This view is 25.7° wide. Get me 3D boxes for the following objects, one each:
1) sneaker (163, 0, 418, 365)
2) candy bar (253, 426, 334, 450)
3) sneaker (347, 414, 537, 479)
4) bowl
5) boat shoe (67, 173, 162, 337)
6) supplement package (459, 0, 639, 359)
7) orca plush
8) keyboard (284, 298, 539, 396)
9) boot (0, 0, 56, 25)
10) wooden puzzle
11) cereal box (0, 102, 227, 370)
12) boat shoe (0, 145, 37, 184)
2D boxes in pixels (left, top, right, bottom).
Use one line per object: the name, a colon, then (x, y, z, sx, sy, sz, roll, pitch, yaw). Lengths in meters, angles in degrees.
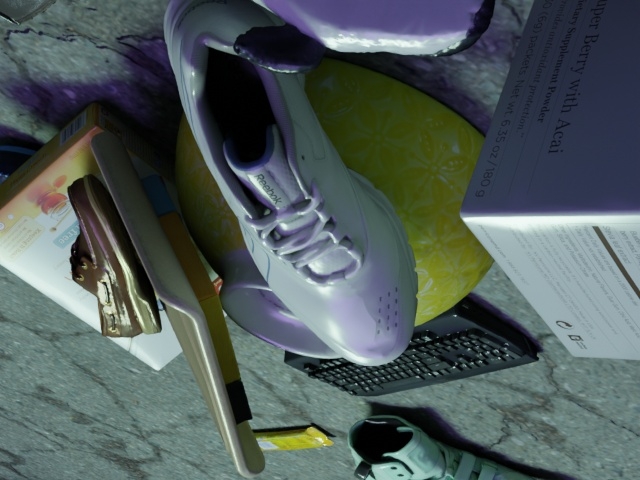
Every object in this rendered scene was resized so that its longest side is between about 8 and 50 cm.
sneaker: (-0.025, -0.031, 0.937, 0.111, 0.129, 0.297, -27, 109, 12)
candy bar: (-0.046, 0.258, 1.817, 0.040, 0.018, 0.161, 39, 150, -26)
sneaker: (0.147, 0.275, 1.603, 0.256, 0.094, 0.151, 14, 160, 21)
bowl: (0.000, 0.000, 1.114, 0.289, 0.156, 0.289, 17, 155, 8)
boat shoe: (-0.190, 0.022, 1.222, 0.060, 0.064, 0.178, -16, 131, 0)
supplement package: (0.263, -0.041, 0.800, 0.293, 0.177, 0.175, 0, 147, 37)
orca plush: (-0.021, -0.175, 0.854, 0.287, 0.151, 0.102, 8, -177, 20)
keyboard: (0.055, 0.100, 1.415, 0.201, 0.033, 0.317, 32, 152, -21)
boot: (-0.248, -0.243, 0.932, 0.229, 0.091, 0.263, 25, 159, -20)
wooden puzzle: (-0.108, 0.050, 1.149, 0.044, 0.221, 0.238, -24, 136, -6)
cereal box: (-0.176, 0.003, 1.283, 0.173, 0.047, 0.240, -39, 123, 20)
boat shoe: (-0.217, -0.002, 1.356, 0.258, 0.089, 0.109, 28, 154, -13)
